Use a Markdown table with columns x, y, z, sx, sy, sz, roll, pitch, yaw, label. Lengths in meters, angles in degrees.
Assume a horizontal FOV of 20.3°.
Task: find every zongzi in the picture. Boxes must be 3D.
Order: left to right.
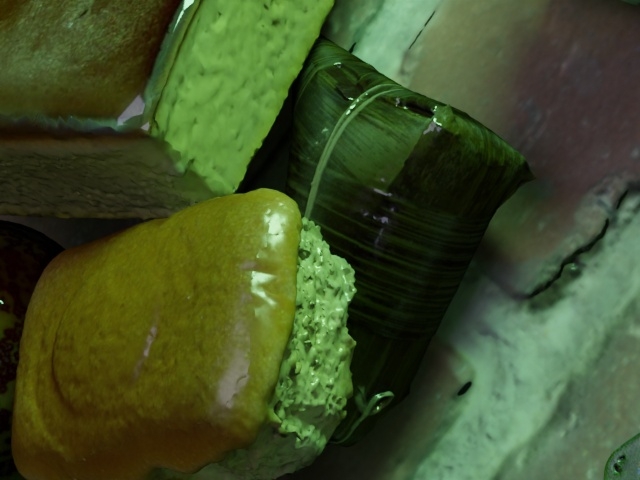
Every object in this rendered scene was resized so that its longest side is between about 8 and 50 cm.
| x | y | z | sx | sy | sz | roll | pitch | yaw | label |
| --- | --- | --- | --- | --- | --- | --- | --- | --- | --- |
| 0.000 | 0.000 | 1.183 | 0.241 | 0.111 | 0.248 | 39 | 105 | 53 | zongzi |

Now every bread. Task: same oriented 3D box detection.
| x | y | z | sx | sy | sz | roll | pitch | yaw | label |
| --- | --- | --- | --- | --- | --- | --- | --- | --- | --- |
| -0.160 | -0.166 | 1.235 | 0.333 | 0.143 | 0.324 | 1 | 55 | 35 | bread |
| -0.085 | 0.069 | 1.071 | 0.245 | 0.121 | 0.174 | -15 | 67 | 47 | bread |

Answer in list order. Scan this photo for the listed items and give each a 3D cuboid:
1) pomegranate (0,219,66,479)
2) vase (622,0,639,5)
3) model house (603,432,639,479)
| x | y | z | sx | sy | sz | roll | pitch | yaw | label |
| --- | --- | --- | --- | --- | --- | --- | --- | --- | --- |
| -0.208 | 0.098 | 1.232 | 0.248 | 0.214 | 0.214 | 18 | 85 | 1 | pomegranate |
| 0.231 | -0.330 | 1.095 | 0.165 | 0.165 | 0.360 | 17 | 80 | 35 | vase |
| 0.225 | 0.126 | 0.992 | 0.167 | 0.088 | 0.117 | -35 | 61 | 20 | model house |
